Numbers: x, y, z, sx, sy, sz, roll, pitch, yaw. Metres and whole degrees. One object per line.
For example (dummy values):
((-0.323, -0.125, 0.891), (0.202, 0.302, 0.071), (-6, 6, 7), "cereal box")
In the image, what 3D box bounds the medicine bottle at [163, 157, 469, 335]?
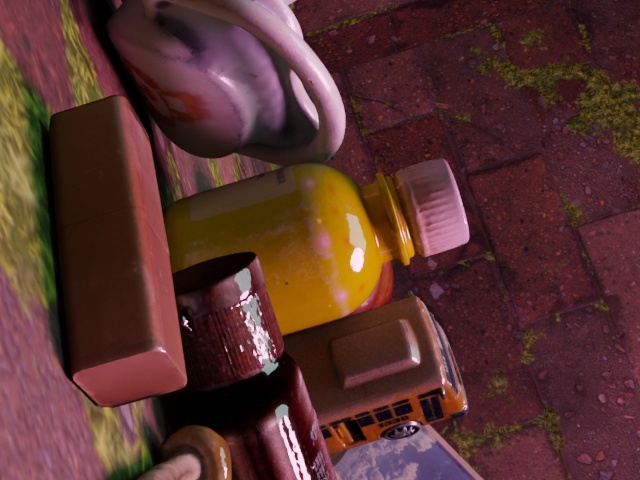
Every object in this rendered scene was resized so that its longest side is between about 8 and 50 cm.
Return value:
((0.000, 0.000, 0.745), (0.122, 0.212, 0.122), (-17, 90, -88), "medicine bottle")

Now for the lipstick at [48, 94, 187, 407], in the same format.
((-0.098, 0.002, 0.470), (0.045, 0.045, 0.145), (72, 3, -58), "lipstick")

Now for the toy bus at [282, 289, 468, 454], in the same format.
((0.018, 0.114, 0.791), (0.103, 0.182, 0.091), (66, 7, -59), "toy bus")

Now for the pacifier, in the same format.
((-0.050, -0.175, 0.766), (0.207, 0.227, 0.279), (-57, 156, -20), "pacifier")

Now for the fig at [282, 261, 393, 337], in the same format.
((0.002, 0.053, 0.968), (0.207, 0.175, 0.175), (61, -5, 33), "fig")

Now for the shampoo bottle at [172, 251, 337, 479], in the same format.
((-0.024, 0.170, 0.611), (0.129, 0.084, 0.323), (-107, 179, -77), "shampoo bottle")

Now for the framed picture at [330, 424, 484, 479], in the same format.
((0.069, 0.217, 0.938), (0.260, 0.023, 0.189), (45, 28, 12), "framed picture")

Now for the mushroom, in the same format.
((-0.066, 0.141, 0.386), (0.068, 0.043, 0.306), (48, 9, -11), "mushroom")
